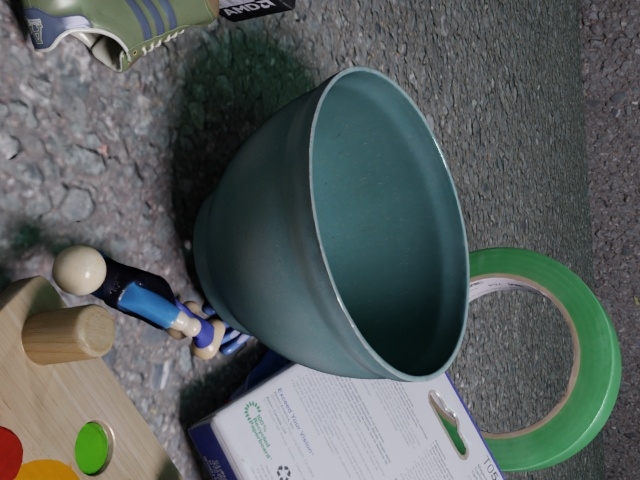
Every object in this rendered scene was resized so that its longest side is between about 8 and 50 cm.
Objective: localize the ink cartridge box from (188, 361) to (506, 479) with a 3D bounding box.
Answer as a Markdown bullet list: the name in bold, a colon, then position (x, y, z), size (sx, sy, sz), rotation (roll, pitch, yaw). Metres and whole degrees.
- **ink cartridge box**: position (0.061, 0.269, 0.725), size (0.330, 0.071, 0.324), rotation (-23, 82, -47)

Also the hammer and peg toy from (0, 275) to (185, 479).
- **hammer and peg toy**: position (-0.212, 0.152, 0.386), size (0.266, 0.127, 0.361), rotation (-68, 141, -53)

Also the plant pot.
- **plant pot**: position (0.000, 0.000, 0.652), size (0.293, 0.196, 0.293), rotation (24, 60, -50)

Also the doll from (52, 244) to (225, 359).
- **doll**: position (-0.145, 0.049, 0.537), size (0.046, 0.129, 0.189), rotation (-56, 149, -9)

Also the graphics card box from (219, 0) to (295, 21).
- **graphics card box**: position (-0.149, -0.365, 0.532), size (0.371, 0.094, 0.233), rotation (11, 82, -54)

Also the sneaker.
- **sneaker**: position (-0.165, -0.185, 0.550), size (0.192, 0.064, 0.086), rotation (-8, 105, -55)

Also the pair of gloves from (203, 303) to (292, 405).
- **pair of gloves**: position (-0.065, 0.117, 0.739), size (0.159, 0.023, 0.198), rotation (-30, 116, -51)

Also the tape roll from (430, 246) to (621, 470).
- **tape roll**: position (0.266, 0.172, 0.959), size (0.077, 0.321, 0.321), rotation (30, 67, -53)
